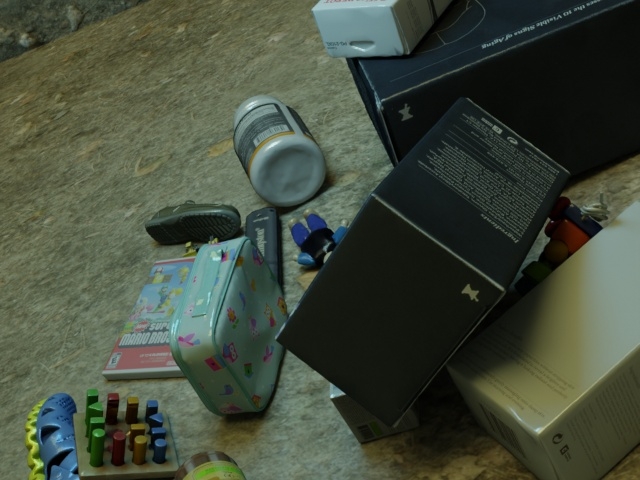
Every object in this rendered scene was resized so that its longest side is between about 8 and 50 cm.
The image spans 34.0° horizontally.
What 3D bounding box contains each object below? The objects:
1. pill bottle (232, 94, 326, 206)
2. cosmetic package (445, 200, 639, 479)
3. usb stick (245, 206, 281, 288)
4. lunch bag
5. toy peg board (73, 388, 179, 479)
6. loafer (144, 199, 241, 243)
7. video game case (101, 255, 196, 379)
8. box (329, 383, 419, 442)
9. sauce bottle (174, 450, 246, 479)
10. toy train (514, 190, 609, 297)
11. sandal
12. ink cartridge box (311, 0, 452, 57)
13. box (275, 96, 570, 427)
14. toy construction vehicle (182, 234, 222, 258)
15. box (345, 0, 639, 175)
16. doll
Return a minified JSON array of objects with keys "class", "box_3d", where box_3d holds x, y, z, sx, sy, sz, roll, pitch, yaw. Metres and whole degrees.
[{"class":"pill bottle","box_3d":[-0.097,-0.200,2.231,0.162,0.162,0.278,-30,33,1]},{"class":"cosmetic package","box_3d":[0.392,0.139,1.429,0.385,0.156,0.217,-36,34,-10]},{"class":"usb stick","box_3d":[-0.114,0.027,2.054,0.077,0.045,0.278,-23,34,13]},{"class":"lunch bag","box_3d":[-0.154,0.138,1.782,0.108,0.224,0.279,-14,38,23]},{"class":"toy peg board","box_3d":[-0.324,0.315,1.744,0.161,0.079,0.161,0,30,-18]},{"class":"loafer","box_3d":[-0.267,-0.053,2.230,0.251,0.094,0.087,-3,47,35]},{"class":"video game case","box_3d":[-0.290,0.145,2.034,0.204,0.025,0.285,-7,45,31]},{"class":"box","box_3d":[0.084,0.193,1.628,0.103,0.114,0.203,-19,34,16]},{"class":"sauce bottle","box_3d":[-0.115,0.436,1.475,0.111,0.111,0.344,-34,35,-5]},{"class":"toy train","box_3d":[0.356,0.014,1.559,0.105,0.248,0.143,41,83,17]},{"class":"sandal","box_3d":[-0.425,0.385,1.778,0.138,0.126,0.317,-21,42,5]},{"class":"ink cartridge box","box_3d":[0.122,-0.426,1.834,0.172,0.100,0.237,6,44,37]},{"class":"box","box_3d":[0.156,0.019,1.505,0.293,0.212,0.395,-57,-5,35]},{"class":"toy construction vehicle","box_3d":[-0.249,0.026,2.167,0.086,0.035,0.098,-21,35,15]},{"class":"box","box_3d":[0.314,-0.325,1.926,0.480,0.297,0.471,-22,33,3]},{"class":"doll","box_3d":[0.000,0.000,2.001,0.129,0.046,0.189,-33,33,-1]}]
